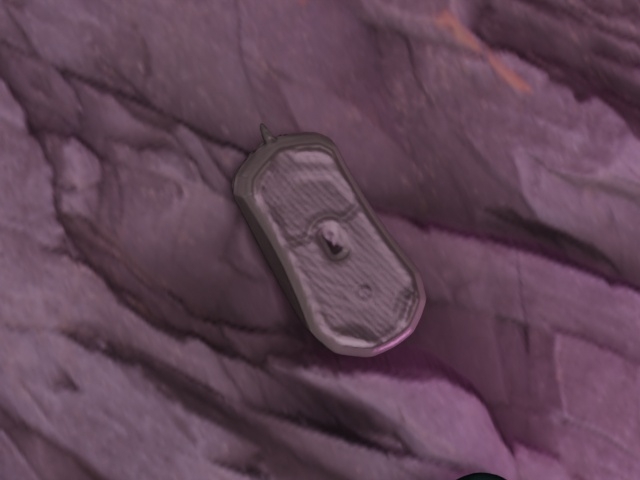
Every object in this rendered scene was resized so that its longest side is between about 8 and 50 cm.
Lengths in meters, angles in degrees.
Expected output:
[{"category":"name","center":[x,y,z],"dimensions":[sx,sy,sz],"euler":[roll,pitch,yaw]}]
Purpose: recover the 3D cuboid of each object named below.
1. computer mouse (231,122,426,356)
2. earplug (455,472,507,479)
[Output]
[{"category":"computer mouse","center":[0.000,0.000,1.254],"dimensions":[0.089,0.056,0.182],"euler":[-29,84,-17]},{"category":"earplug","center":[0.046,0.274,1.190],"dimensions":[0.257,0.164,0.280],"euler":[21,66,3]}]
